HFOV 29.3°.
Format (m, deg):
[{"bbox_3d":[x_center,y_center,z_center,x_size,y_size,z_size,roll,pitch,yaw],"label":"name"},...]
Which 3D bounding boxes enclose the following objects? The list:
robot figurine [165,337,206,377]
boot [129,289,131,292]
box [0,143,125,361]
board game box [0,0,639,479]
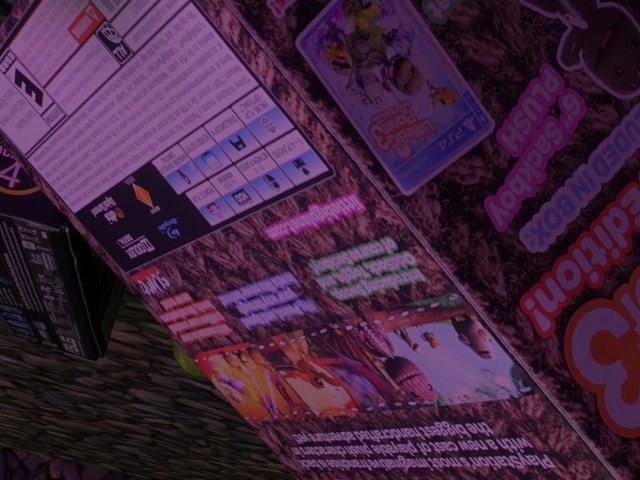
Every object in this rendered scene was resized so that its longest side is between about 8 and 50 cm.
[{"bbox_3d":[-0.100,0.104,1.215,0.115,0.067,0.101,-3,162,43],"label":"robot figurine"},{"bbox_3d":[0.000,0.000,0.828,0.220,0.109,0.283,18,154,-19],"label":"boot"},{"bbox_3d":[-0.329,-0.023,1.005,0.318,0.097,0.395,14,161,-1],"label":"box"},{"bbox_3d":[0.026,-0.018,0.483,0.291,0.141,0.232,50,153,-11],"label":"board game box"}]
